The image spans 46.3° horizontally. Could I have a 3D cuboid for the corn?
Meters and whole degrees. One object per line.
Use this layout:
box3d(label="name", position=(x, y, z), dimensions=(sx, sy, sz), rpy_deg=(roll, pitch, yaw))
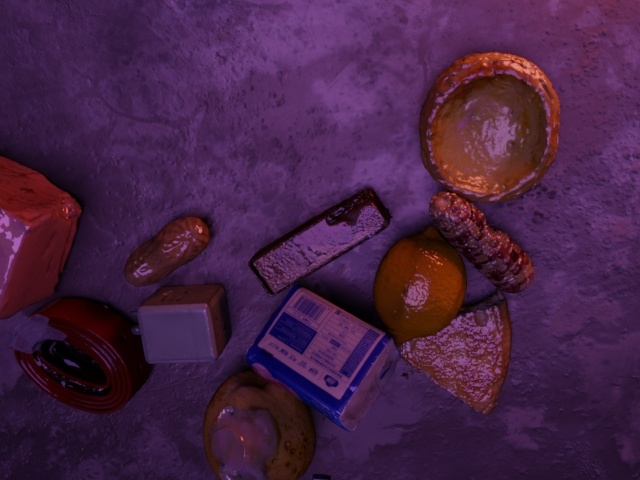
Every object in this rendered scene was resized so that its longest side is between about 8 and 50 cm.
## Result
box3d(label="corn", position=(0.325, 0.003, 1.503), dimensions=(0.098, 0.098, 0.290), rpy_deg=(-40, 117, 17))

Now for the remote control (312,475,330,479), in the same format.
box3d(label="remote control", position=(0.001, 0.641, 1.812), dimensions=(0.043, 0.027, 0.153), rpy_deg=(4, 105, 12))

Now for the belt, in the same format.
box3d(label="belt", position=(-0.555, 0.257, 1.727), dimensions=(0.323, 0.115, 0.227), rpy_deg=(29, 113, 2))

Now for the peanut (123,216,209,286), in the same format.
box3d(label="peanut", position=(-0.342, 0.026, 1.642), dimensions=(0.226, 0.108, 0.095), rpy_deg=(-32, 91, 18))

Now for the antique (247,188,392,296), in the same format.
box3d(label="antique", position=(0.000, 0.000, 1.595), dimensions=(0.309, 0.087, 0.093), rpy_deg=(-31, 98, 16))

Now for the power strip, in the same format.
box3d(label="power strip", position=(-0.328, 0.186, 1.669), dimensions=(0.224, 0.140, 0.139), rpy_deg=(-4, 107, 9))

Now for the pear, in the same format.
box3d(label="pear", position=(-0.138, 0.423, 1.670), dimensions=(0.271, 0.271, 0.271), rpy_deg=(2, 106, 8))

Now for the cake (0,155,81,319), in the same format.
box3d(label="cake", position=(-0.719, -0.019, 1.582), dimensions=(0.306, 0.314, 0.293), rpy_deg=(29, 106, 1))

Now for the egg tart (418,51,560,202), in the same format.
box3d(label="egg tart", position=(0.326, -0.222, 1.465), dimensions=(0.293, 0.123, 0.294), rpy_deg=(2, 108, 6))

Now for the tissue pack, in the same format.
box3d(label="tissue pack", position=(0.007, 0.243, 1.566), dimensions=(0.269, 0.137, 0.209), rpy_deg=(25, 76, 32))

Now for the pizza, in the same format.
box3d(label="pizza", position=(0.273, 0.221, 1.629), dimensions=(0.287, 0.075, 0.280), rpy_deg=(13, 104, 6))

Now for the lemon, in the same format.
box3d(label="lemon", position=(0.201, 0.094, 1.536), dimensions=(0.188, 0.188, 0.257), rpy_deg=(17, 94, 3))
